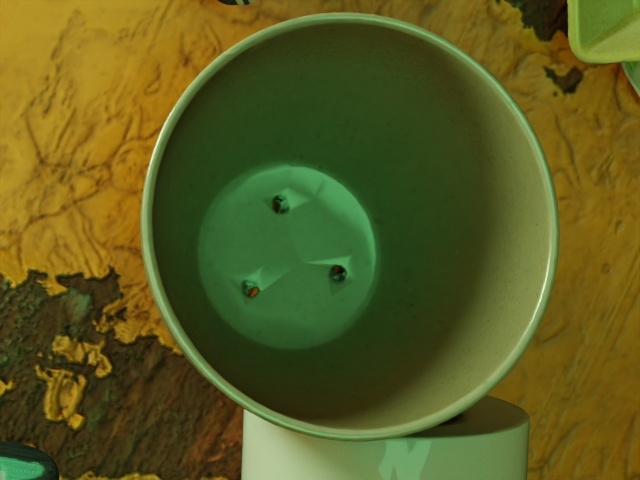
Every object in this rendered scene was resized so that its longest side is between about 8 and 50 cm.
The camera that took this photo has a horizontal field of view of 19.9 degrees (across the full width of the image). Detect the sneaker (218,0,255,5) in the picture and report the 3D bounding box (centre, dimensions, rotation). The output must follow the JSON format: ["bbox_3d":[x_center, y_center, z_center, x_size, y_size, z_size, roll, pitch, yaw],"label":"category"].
[{"bbox_3d":[-0.171,-0.312,1.500,0.127,0.126,0.321,-32,110,5],"label":"sneaker"}]

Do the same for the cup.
[{"bbox_3d":[0.000,0.000,1.501,0.331,0.237,0.331,2,83,-14],"label":"cup"}]

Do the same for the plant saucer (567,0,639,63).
[{"bbox_3d":[0.382,-0.325,1.579,0.333,0.081,0.332,-1,92,25],"label":"plant saucer"}]

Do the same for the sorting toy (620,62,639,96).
[{"bbox_3d":[0.309,-0.164,1.675,0.083,0.045,0.075,-28,109,-9],"label":"sorting toy"}]

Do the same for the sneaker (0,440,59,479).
[{"bbox_3d":[-0.331,0.238,1.559,0.224,0.083,0.098,-9,119,-8],"label":"sneaker"}]

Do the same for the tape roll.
[{"bbox_3d":[0.053,0.224,1.552,0.246,0.246,0.169,1,95,-14],"label":"tape roll"}]
